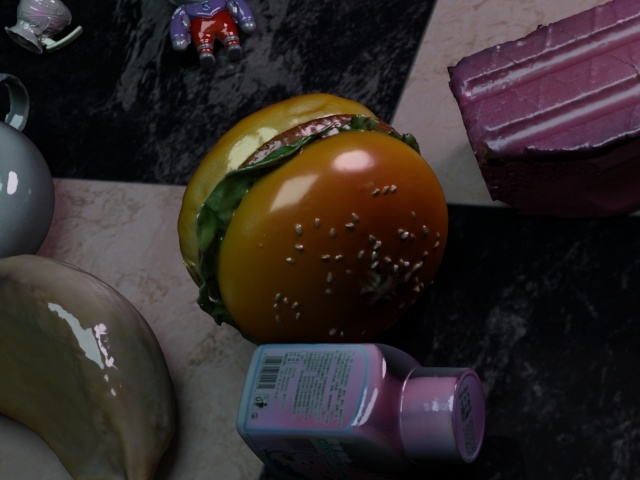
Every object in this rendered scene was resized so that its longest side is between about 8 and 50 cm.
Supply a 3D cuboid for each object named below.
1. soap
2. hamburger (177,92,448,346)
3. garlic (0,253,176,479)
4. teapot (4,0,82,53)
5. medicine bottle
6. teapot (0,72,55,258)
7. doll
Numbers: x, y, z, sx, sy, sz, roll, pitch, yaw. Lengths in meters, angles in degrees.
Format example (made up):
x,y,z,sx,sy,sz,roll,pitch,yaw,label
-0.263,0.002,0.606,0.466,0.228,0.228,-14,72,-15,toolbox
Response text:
x,y,z,sx,sy,sz,roll,pitch,yaw,label
0.274,-0.128,1.419,0.289,0.112,0.182,-23,50,9,soap
0.001,0.000,1.387,0.246,0.246,0.170,-41,51,-6,hamburger
-0.225,0.136,1.483,0.338,0.151,0.196,31,101,31,garlic
-0.324,-0.251,1.845,0.083,0.064,0.064,30,79,6,teapot
0.038,0.147,1.328,0.188,0.119,0.094,-2,58,25,medicine bottle
-0.377,-0.045,1.646,0.193,0.129,0.294,15,70,14,teapot
-0.139,-0.289,1.769,0.102,0.075,0.227,-14,61,-5,doll
